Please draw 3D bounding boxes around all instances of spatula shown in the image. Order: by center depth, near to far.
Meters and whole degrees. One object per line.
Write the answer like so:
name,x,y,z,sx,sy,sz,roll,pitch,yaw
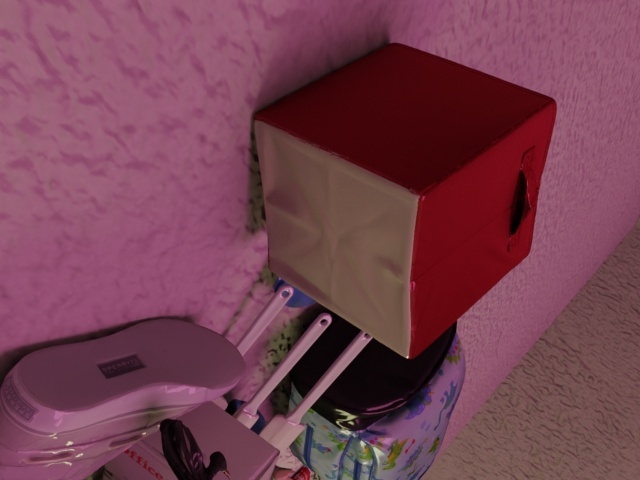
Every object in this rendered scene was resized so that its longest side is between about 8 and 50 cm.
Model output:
spatula,-0.059,0.166,0.876,0.168,0.019,0.242,30,108,-26

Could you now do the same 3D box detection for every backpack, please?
backpack,0.076,0.244,1.123,0.290,0.273,0.355,-41,168,-38

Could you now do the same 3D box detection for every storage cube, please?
storage cube,0.073,-0.046,0.699,0.193,0.215,0.184,-35,139,-34

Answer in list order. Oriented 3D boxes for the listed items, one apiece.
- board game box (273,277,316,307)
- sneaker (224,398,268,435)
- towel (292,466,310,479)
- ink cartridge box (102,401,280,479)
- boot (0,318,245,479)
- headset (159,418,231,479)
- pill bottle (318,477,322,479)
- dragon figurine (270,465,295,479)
board game box,0.000,0.000,0.865,0.133,0.033,0.169,-2,124,-52
sneaker,-0.161,0.281,0.950,0.209,0.069,0.082,-43,126,-2
towel,-0.123,0.575,1.463,0.275,0.031,0.199,-38,151,-32
ink cartridge box,-0.149,0.270,0.811,0.092,0.158,0.218,-41,157,-46
boot,-0.188,0.150,0.687,0.258,0.095,0.123,1,132,-54
headset,-0.233,0.311,0.700,0.394,0.185,0.243,-30,162,28
pill bottle,0.035,0.503,1.585,0.078,0.078,0.137,-38,153,-28
dragon figurine,-0.104,0.351,1.097,0.085,0.144,0.289,-38,122,-28
